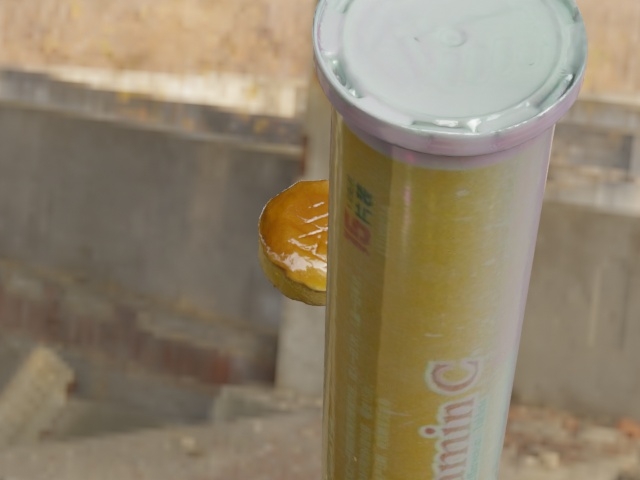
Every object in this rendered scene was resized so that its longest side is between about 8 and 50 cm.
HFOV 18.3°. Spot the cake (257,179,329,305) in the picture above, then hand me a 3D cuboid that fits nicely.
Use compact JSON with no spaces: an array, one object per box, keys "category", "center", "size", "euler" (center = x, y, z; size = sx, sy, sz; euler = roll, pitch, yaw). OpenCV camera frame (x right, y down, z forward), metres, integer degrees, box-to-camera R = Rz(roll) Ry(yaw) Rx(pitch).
[{"category":"cake","center":[0.000,0.000,1.283],"size":[0.084,0.084,0.044],"euler":[4,-27,-7]}]

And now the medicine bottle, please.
[{"category":"medicine bottle","center":[0.044,0.053,0.929],"size":[0.108,0.426,0.108],"euler":[1,51,-1]}]
